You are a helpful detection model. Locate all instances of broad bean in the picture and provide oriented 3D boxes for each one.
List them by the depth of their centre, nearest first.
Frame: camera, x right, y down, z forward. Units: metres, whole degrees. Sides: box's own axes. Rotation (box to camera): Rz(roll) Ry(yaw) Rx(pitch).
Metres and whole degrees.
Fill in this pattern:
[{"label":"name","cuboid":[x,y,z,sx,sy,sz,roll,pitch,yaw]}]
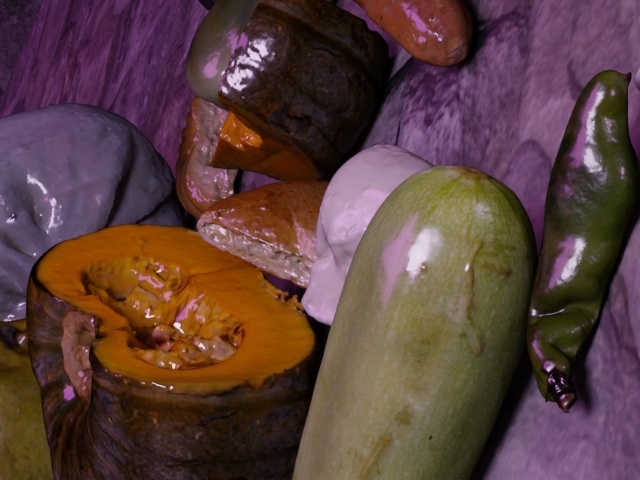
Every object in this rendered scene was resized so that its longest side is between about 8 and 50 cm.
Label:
[{"label":"broad bean","cuboid":[0.149,0.002,0.959,0.061,0.046,0.195,168,113,-73]},{"label":"broad bean","cuboid":[-0.052,-0.224,1.671,0.228,0.100,0.169,-43,40,32]}]

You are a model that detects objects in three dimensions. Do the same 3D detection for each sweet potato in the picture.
[{"label":"sweet potato","cuboid":[0.052,-0.249,1.371,0.106,0.095,0.355,-33,42,24]}]

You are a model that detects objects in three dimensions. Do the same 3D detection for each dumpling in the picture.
[{"label":"dumpling","cuboid":[0.040,0.004,1.156,0.134,0.100,0.169,-52,49,0]}]

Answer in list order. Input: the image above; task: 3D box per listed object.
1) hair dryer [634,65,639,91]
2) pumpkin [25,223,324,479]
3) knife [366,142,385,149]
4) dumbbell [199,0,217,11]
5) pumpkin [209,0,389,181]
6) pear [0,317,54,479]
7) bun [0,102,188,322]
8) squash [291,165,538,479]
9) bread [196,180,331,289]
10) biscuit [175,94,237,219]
[{"label":"hair dryer","cuboid":[0.199,-0.083,0.933,0.124,0.038,0.063,-103,37,-69]},{"label":"pumpkin","cuboid":[-0.102,0.133,1.355,0.325,0.242,0.232,-132,35,-58]},{"label":"knife","cuboid":[0.057,-0.008,1.274,0.298,0.017,0.047,-105,34,-58]},{"label":"dumbbell","cuboid":[-0.081,-0.308,1.806,0.208,0.099,0.099,134,148,-54]},{"label":"pumpkin","cuboid":[-0.019,-0.119,1.451,0.248,0.126,0.131,119,172,-81]},{"label":"pear","cuboid":[-0.319,0.265,1.598,0.352,0.352,0.413,-100,23,-54]},{"label":"bun","cuboid":[-0.288,0.033,1.785,0.194,0.354,0.354,36,108,47]},{"label":"squash","cuboid":[0.044,0.128,1.044,0.118,0.118,0.371,-119,43,-65]},{"label":"bread","cuboid":[-0.001,-0.014,1.338,0.136,0.154,0.054,-40,-26,-54]},{"label":"biscuit","cuboid":[-0.120,-0.095,1.784,0.118,0.061,0.183,132,149,-53]}]
